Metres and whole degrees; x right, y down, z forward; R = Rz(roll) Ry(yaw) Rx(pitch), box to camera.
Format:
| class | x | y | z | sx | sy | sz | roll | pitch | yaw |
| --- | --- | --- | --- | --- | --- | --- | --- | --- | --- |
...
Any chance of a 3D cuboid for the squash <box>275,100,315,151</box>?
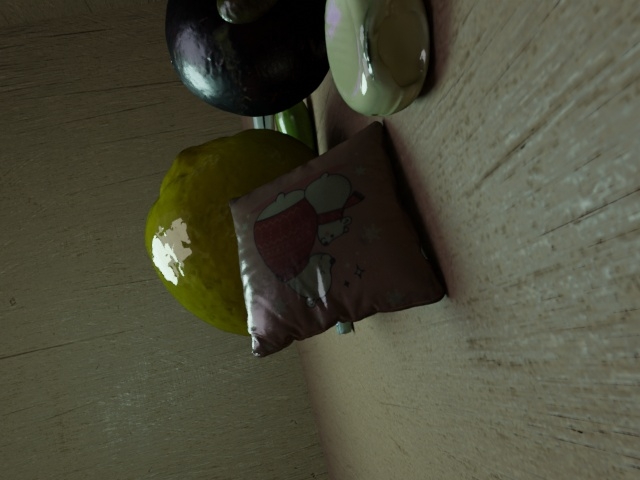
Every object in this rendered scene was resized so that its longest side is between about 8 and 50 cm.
| class | x | y | z | sx | sy | sz | roll | pitch | yaw |
| --- | --- | --- | --- | --- | --- | --- | --- | --- | --- |
| squash | -0.043 | -0.185 | 1.050 | 0.066 | 0.066 | 0.201 | -120 | 16 | -62 |

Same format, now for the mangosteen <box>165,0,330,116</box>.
| class | x | y | z | sx | sy | sz | roll | pitch | yaw |
| --- | --- | --- | --- | --- | --- | --- | --- | --- | --- |
| mangosteen | -0.088 | -0.282 | 0.674 | 0.265 | 0.228 | 0.228 | 90 | 165 | -70 |

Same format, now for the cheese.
| class | x | y | z | sx | sy | sz | roll | pitch | yaw |
| --- | --- | --- | --- | --- | --- | --- | --- | --- | --- |
| cheese | 0.037 | -0.201 | 0.536 | 0.227 | 0.064 | 0.137 | -123 | 25 | -62 |

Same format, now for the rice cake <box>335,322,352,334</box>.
| class | x | y | z | sx | sy | sz | roll | pitch | yaw |
| --- | --- | --- | --- | --- | --- | --- | --- | --- | --- |
| rice cake | 0.032 | 0.093 | 1.095 | 0.033 | 0.033 | 0.207 | -145 | 43 | -74 |

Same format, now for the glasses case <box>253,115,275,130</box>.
| class | x | y | z | sx | sy | sz | roll | pitch | yaw |
| --- | --- | --- | --- | --- | --- | --- | --- | --- | --- |
| glasses case | -0.162 | -0.359 | 1.523 | 0.092 | 0.059 | 0.233 | 168 | 95 | -86 |

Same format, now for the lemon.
| class | x | y | z | sx | sy | sz | roll | pitch | yaw |
| --- | --- | --- | --- | --- | --- | --- | --- | --- | --- |
| lemon | -0.105 | -0.008 | 0.873 | 0.348 | 0.348 | 0.348 | 167 | 90 | -81 |

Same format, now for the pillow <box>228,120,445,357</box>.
| class | x | y | z | sx | sy | sz | roll | pitch | yaw |
| --- | --- | --- | --- | --- | --- | --- | --- | --- | --- |
| pillow | 0.000 | 0.000 | 0.619 | 0.084 | 0.236 | 0.223 | 33 | -140 | -59 |
